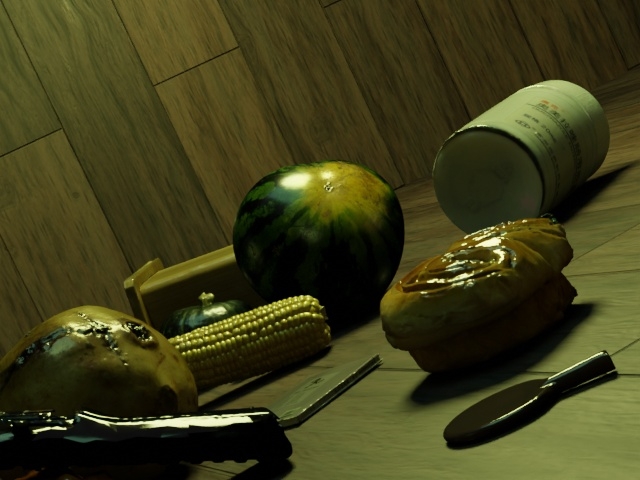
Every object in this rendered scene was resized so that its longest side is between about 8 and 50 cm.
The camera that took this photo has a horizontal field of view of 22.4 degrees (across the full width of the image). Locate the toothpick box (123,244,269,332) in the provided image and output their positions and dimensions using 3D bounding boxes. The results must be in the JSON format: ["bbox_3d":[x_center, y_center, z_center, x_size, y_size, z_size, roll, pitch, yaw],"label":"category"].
[{"bbox_3d":[-0.143,0.090,2.710,0.308,0.190,0.187,-19,6,12],"label":"toothpick box"}]

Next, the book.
[{"bbox_3d":[-0.019,0.192,1.972,0.127,0.014,0.181,-21,7,41],"label":"book"}]

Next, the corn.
[{"bbox_3d":[-0.105,0.149,2.287,0.244,0.093,0.093,-19,6,4],"label":"corn"}]

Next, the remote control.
[{"bbox_3d":[-0.233,0.208,1.710,0.398,0.062,0.144,-1,-2,-8],"label":"remote control"}]

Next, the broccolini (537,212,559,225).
[{"bbox_3d":[0.230,0.042,2.260,0.254,0.071,0.057,-33,49,-13],"label":"broccolini"}]

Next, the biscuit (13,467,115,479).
[{"bbox_3d":[-0.347,0.328,1.649,0.312,0.110,0.318,-26,4,-37],"label":"biscuit"}]

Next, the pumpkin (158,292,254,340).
[{"bbox_3d":[-0.171,0.149,2.497,0.167,0.125,0.167,-31,4,2],"label":"pumpkin"}]

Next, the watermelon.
[{"bbox_3d":[0.002,-0.002,2.477,0.269,0.269,0.269,-25,5,3],"label":"watermelon"}]

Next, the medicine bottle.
[{"bbox_3d":[0.329,-0.135,2.589,0.190,0.190,0.332,-22,7,33],"label":"medicine bottle"}]

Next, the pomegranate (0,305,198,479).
[{"bbox_3d":[-0.272,0.199,1.934,0.260,0.260,0.260,-25,5,3],"label":"pomegranate"}]

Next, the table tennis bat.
[{"bbox_3d":[0.166,0.099,1.470,0.170,0.119,0.107,-26,6,11],"label":"table tennis bat"}]

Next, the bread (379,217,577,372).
[{"bbox_3d":[0.175,0.060,1.794,0.198,0.120,0.236,-20,7,36],"label":"bread"}]
